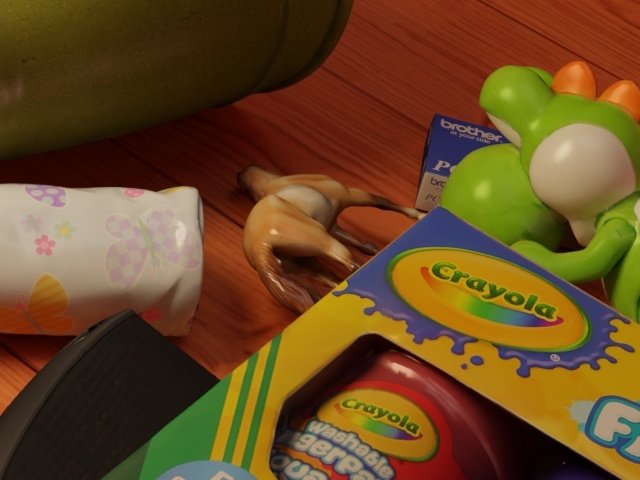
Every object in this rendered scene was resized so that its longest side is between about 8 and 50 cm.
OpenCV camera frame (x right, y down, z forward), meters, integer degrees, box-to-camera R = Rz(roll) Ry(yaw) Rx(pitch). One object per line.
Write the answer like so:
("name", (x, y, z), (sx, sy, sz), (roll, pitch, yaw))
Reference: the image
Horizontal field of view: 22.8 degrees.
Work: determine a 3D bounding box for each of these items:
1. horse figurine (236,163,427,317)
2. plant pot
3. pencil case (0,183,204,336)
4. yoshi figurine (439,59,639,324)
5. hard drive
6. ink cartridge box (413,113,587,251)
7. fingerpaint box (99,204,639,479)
("horse figurine", (0.000, 0.000, 1.261), (0.174, 0.066, 0.263), (22, 24, 0))
("plant pot", (-0.221, -0.224, 1.274), (0.366, 0.366, 0.353), (36, 47, 24))
("pencil case", (-0.219, 0.008, 1.181), (0.273, 0.113, 0.124), (1, 52, -15))
("yoshi figurine", (0.232, 0.025, 1.292), (0.203, 0.203, 0.362), (-34, 70, -11))
("hard drive", (-0.125, 0.148, 1.024), (0.172, 0.054, 0.254), (39, 28, -4))
("ink cartridge box", (0.193, -0.047, 1.433), (0.207, 0.046, 0.097), (14, 38, -1))
("fingerpaint box", (0.122, 0.222, 0.825), (0.445, 0.163, 0.371), (33, 47, 23))
